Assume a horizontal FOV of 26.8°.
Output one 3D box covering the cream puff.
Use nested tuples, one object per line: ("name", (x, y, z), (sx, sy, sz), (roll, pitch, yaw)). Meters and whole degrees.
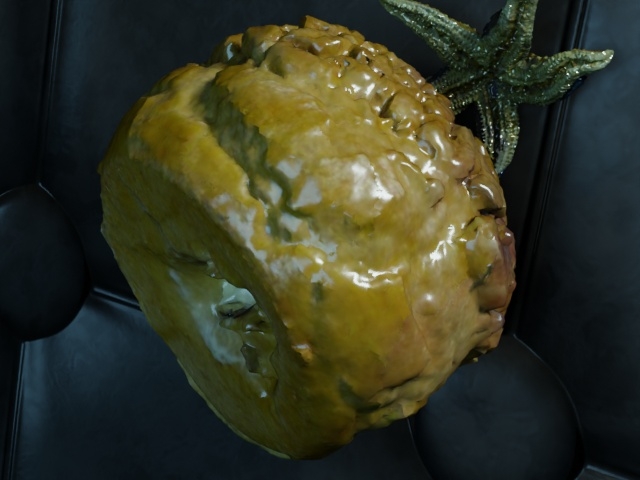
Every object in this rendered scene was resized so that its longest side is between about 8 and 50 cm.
("cream puff", (0.000, 0.000, 0.990), (0.327, 0.231, 0.343), (33, 145, 34))

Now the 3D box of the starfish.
("starfish", (0.109, -0.132, 1.010), (0.176, 0.053, 0.208), (45, 129, 3))
